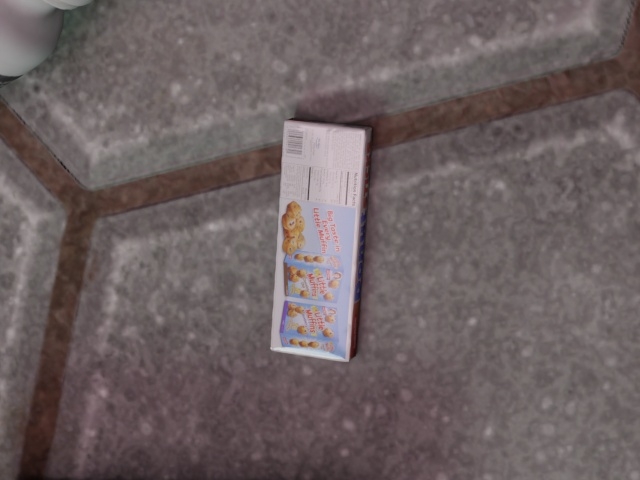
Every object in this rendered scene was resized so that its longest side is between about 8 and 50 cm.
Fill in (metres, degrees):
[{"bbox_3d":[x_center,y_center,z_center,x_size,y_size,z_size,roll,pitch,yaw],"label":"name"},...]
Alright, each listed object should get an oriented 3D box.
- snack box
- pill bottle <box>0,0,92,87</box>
[{"bbox_3d":[0.000,0.000,1.378,0.064,0.022,0.178,8,103,16],"label":"snack box"},{"bbox_3d":[-0.303,-0.176,1.358,0.318,0.176,0.176,-26,92,21],"label":"pill bottle"}]
